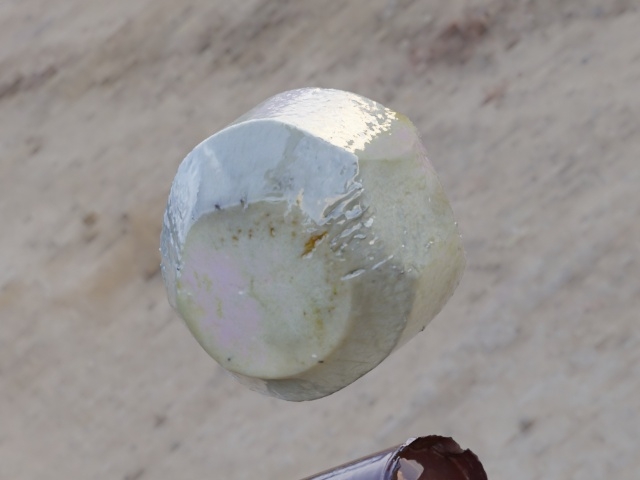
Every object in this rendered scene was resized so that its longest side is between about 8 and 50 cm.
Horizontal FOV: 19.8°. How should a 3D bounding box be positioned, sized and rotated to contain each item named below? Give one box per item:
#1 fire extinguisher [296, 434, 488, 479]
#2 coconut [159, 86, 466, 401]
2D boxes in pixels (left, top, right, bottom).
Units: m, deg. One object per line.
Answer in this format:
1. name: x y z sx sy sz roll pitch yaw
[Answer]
1. fire extinguisher: -0.018 0.245 1.525 0.337 0.147 0.106 -28 55 47
2. coconut: -0.002 -0.003 1.391 0.241 0.241 0.241 -35 21 15
